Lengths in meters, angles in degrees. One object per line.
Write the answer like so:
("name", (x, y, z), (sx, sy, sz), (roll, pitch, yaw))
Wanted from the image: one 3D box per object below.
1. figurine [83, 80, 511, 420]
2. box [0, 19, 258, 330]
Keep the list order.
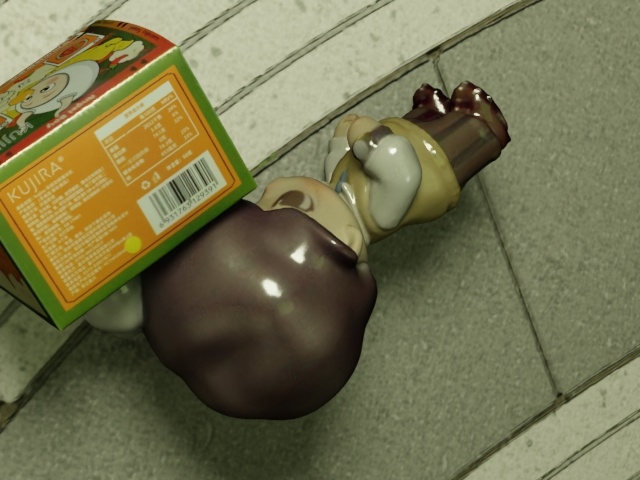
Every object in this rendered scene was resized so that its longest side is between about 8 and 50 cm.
("figurine", (-0.005, -0.017, 1.389), (0.365, 0.218, 0.206), (-53, 129, -16))
("box", (-0.191, -0.059, 1.298), (0.195, 0.177, 0.148), (-37, 117, -16))
